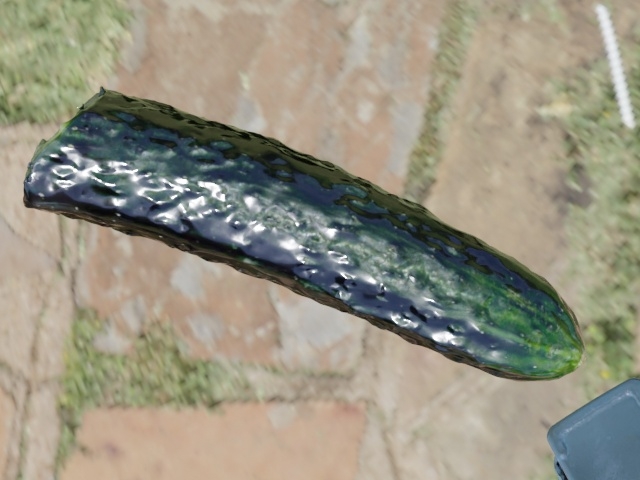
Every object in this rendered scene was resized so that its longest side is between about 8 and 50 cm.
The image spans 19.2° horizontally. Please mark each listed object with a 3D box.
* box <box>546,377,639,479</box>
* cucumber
[{"bbox_3d":[0.156,0.118,0.925,0.074,0.099,0.054,-34,147,10],"label":"box"},{"bbox_3d":[0.000,0.000,0.693,0.214,0.052,0.058,21,69,-2],"label":"cucumber"}]
